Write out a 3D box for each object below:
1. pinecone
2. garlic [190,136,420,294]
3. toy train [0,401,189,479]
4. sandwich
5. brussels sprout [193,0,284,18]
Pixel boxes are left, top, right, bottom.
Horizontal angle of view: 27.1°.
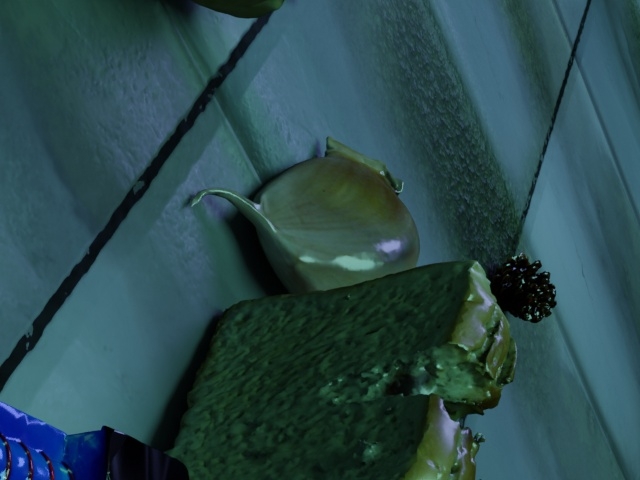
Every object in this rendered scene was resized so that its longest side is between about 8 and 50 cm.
[{"bbox_3d":[0.248,0.059,1.589,0.077,0.083,0.077,-24,132,-30],"label":"pinecone"},{"bbox_3d":[0.001,0.002,1.145,0.266,0.148,0.128,-15,129,-67],"label":"garlic"},{"bbox_3d":[-0.174,0.136,0.710,0.204,0.131,0.083,39,46,-50],"label":"toy train"},{"bbox_3d":[0.006,0.137,0.918,0.095,0.249,0.273,62,32,-27],"label":"sandwich"},{"bbox_3d":[-0.041,-0.344,1.054,0.328,0.247,0.328,10,75,-45],"label":"brussels sprout"}]
